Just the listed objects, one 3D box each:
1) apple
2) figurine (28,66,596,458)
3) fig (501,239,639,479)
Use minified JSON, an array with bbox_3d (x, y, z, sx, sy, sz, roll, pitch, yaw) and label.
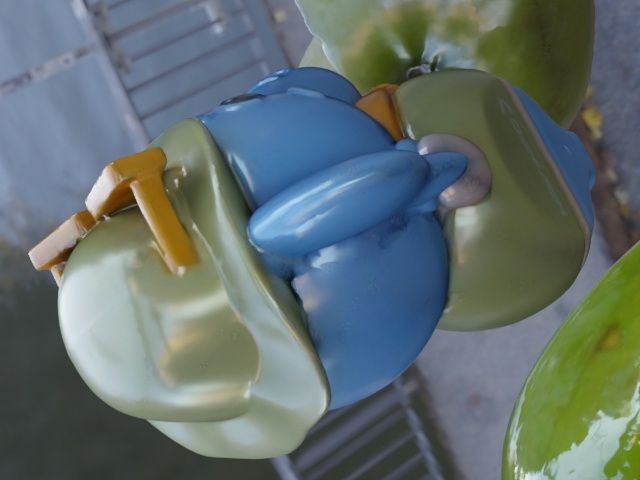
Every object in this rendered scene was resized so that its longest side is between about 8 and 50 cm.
[{"bbox_3d":[0.083,-0.158,1.161,0.258,0.233,0.295,-104,9,-57],"label":"apple"},{"bbox_3d":[0.003,0.003,0.685,0.180,0.262,0.154,2,100,36],"label":"figurine"},{"bbox_3d":[0.252,0.119,1.014,0.258,0.326,0.258,19,167,5],"label":"fig"}]
